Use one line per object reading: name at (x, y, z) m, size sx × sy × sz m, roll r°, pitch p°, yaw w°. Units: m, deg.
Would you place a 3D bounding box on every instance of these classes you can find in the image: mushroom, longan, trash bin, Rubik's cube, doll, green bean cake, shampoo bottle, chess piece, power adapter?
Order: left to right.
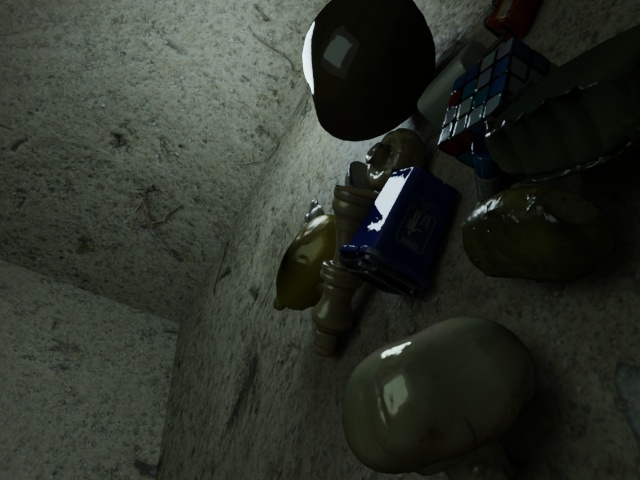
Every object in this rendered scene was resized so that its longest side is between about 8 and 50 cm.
doll at (0.018, -0.005, 1.464) m, size 0.423 × 0.161 × 0.348 m, roll -28°, pitch 44°, yaw 53°
chess piece at (0.047, 0.078, 1.276) m, size 0.117 × 0.117 × 0.397 m, roll -128°, pitch 48°, yaw -69°
longan at (0.121, -0.455, 1.459) m, size 0.404 × 0.336 × 0.405 m, roll -35°, pitch 45°, yaw 44°
mushroom at (0.172, -0.187, 1.324) m, size 0.166 × 0.127 × 0.166 m, roll -46°, pitch 25°, yaw 29°
trash bin at (0.156, -0.018, 1.128) m, size 0.235 × 0.162 × 0.184 m, roll -63°, pitch 18°, yaw -9°
mushroom at (0.169, 0.231, 0.745) m, size 0.260 × 0.254 × 0.234 m, roll -31°, pitch 78°, yaw 28°
power adapter at (0.305, -0.304, 1.077) m, size 0.205 × 0.130 × 0.125 m, roll -41°, pitch 10°, yaw 48°
shampoo bottle at (0.270, -0.085, 0.879) m, size 0.050 × 0.183 × 0.087 m, roll 0°, pitch 49°, yaw 23°
Rubik's cube at (0.311, -0.206, 0.930) m, size 0.155 × 0.154 × 0.151 m, roll -25°, pitch 44°, yaw 61°
green bean cake at (0.342, -0.171, 0.730) m, size 0.227 × 0.125 × 0.222 m, roll -35°, pitch 10°, yaw -29°

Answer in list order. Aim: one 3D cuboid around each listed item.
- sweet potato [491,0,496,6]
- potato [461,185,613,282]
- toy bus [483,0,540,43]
sweet potato at (0.401, -0.529, 1.254) m, size 0.041 × 0.038 × 0.153 m, roll -50°, pitch 11°, yaw 33°
potato at (0.290, -0.008, 0.765) m, size 0.113 × 0.149 × 0.251 m, roll -49°, pitch 9°, yaw -21°
toy bus at (0.409, -0.500, 1.150) m, size 0.174 × 0.079 × 0.077 m, roll -64°, pitch 23°, yaw -1°
